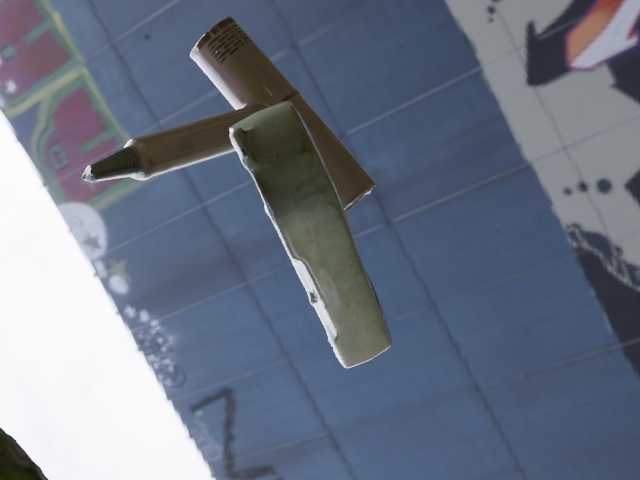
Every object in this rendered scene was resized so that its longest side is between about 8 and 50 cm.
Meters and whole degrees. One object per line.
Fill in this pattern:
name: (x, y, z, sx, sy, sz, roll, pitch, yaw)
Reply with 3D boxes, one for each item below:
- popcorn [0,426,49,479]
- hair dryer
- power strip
popcorn: (-0.244, 0.229, 0.663, 0.276, 0.226, 0.276, -6, -90, -79)
hair dryer: (-0.078, -0.067, 0.850, 0.195, 0.053, 0.220, 49, -135, 2)
power strip: (-0.003, 0.001, 0.679, 0.080, 0.048, 0.286, 62, 179, 29)
